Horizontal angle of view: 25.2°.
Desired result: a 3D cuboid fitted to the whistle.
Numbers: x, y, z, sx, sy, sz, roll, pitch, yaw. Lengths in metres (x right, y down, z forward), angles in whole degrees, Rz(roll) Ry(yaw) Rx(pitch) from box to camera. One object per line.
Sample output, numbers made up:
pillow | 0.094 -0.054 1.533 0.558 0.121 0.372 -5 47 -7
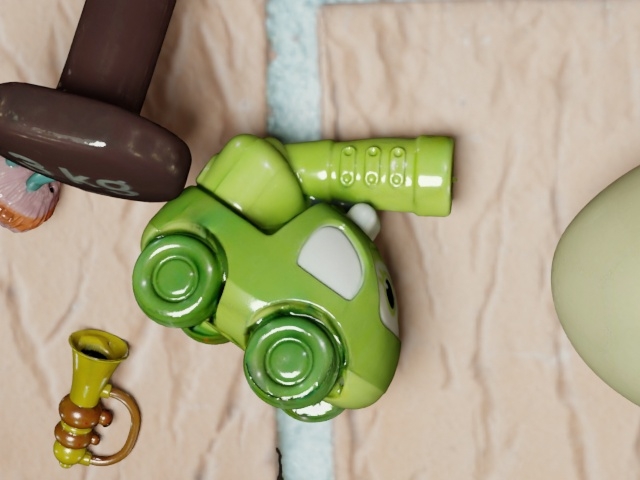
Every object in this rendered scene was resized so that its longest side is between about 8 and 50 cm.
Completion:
whistle | -0.167 0.123 1.069 0.046 0.057 0.109 44 128 50

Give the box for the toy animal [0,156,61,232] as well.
toy animal | -0.254 -0.044 1.028 0.208 0.100 0.103 -25 72 26

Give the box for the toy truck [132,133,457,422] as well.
toy truck | -0.020 0.006 0.954 0.187 0.148 0.211 18 83 12

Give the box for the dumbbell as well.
dumbbell | -0.123 -0.144 0.911 0.140 0.124 0.225 13 79 8

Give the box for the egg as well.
egg | 0.259 0.028 0.855 0.241 0.186 0.186 -1 101 24
